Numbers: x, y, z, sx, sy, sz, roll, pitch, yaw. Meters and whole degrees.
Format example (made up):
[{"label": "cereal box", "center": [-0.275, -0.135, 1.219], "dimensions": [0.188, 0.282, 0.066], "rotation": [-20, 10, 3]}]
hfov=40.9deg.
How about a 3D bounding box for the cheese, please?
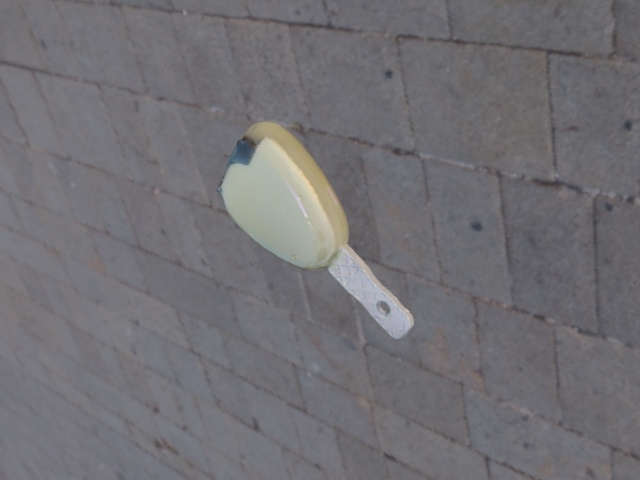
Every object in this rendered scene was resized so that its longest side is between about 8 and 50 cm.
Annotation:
[{"label": "cheese", "center": [0.000, 0.000, 0.854], "dimensions": [0.251, 0.054, 0.127], "rotation": [47, 140, 14]}]
